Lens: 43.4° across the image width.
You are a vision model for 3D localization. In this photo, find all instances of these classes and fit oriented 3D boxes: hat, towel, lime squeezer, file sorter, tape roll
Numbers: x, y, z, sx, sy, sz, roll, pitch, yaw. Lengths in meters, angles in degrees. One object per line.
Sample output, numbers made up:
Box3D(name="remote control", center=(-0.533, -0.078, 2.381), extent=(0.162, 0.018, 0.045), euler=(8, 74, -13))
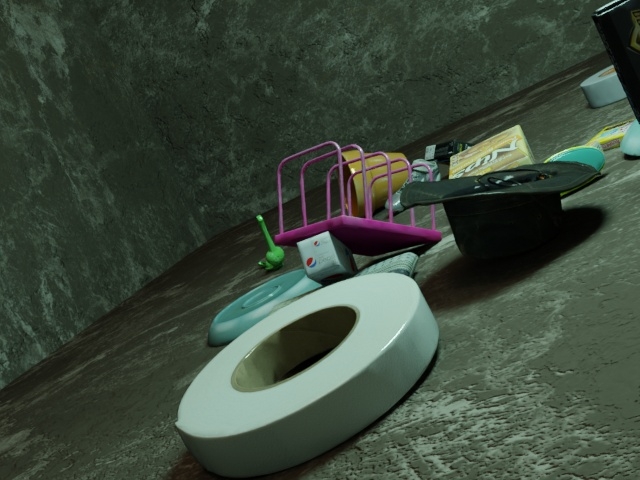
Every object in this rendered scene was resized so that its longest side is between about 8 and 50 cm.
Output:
Box3D(name="hat", center=(0.301, -0.044, 1.346), extent=(0.331, 0.134, 0.331), euler=(-9, 12, 2))
Box3D(name="towel", center=(0.013, 0.145, 1.462), extent=(0.324, 0.056, 0.312), euler=(-22, 13, 22))
Box3D(name="lime squeezer", center=(-0.155, 0.045, 2.377), extent=(0.059, 0.110, 0.310), euler=(-49, -15, -22))
Box3D(name="file sorter", center=(0.076, -0.083, 1.669), extent=(0.290, 0.182, 0.202), euler=(8, -16, -42))
Box3D(name="tape roll", center=(-0.021, 0.178, 1.139), extent=(0.391, 0.072, 0.392), euler=(-26, 15, 8))
Box3D(name="tape roll", center=(0.837, -0.447, 2.225), extent=(0.219, 0.072, 0.219), euler=(-27, 9, 4))

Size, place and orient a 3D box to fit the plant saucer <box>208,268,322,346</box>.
Box3D(name="plant saucer", center=(-0.131, 0.146, 1.880), extent=(0.317, 0.044, 0.317), euler=(-28, 8, 4))

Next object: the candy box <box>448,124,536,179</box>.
Box3D(name="candy box", center=(0.387, -0.153, 1.803), extent=(0.182, 0.088, 0.316), euler=(-26, 13, 18))

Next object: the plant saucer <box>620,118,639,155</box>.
Box3D(name="plant saucer", center=(0.656, -0.227, 1.519), extent=(0.194, 0.037, 0.195), euler=(-29, 19, 11))

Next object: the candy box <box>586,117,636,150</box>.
Box3D(name="candy box", center=(0.660, -0.233, 1.677), extent=(0.105, 0.027, 0.206), euler=(-38, 12, -32))

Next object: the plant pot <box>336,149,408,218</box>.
Box3D(name="plant pot", center=(0.167, -0.183, 2.421), extent=(0.187, 0.205, 0.205), euler=(-14, 6, -10))

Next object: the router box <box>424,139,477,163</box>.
Box3D(name="router box", center=(0.392, -0.241, 2.268), extent=(0.133, 0.046, 0.179), euler=(9, -3, -18))

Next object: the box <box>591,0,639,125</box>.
Box3D(name="box", center=(0.627, -0.297, 1.269), extent=(0.293, 0.296, 0.073), euler=(-25, 8, 16))

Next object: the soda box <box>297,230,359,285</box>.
Box3D(name="soda box", center=(0.021, 0.045, 1.608), extent=(0.069, 0.074, 0.216), euler=(-21, -15, 9))

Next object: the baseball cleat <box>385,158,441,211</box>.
Box3D(name="baseball cleat", center=(0.251, -0.161, 2.243), extent=(0.206, 0.110, 0.072), euler=(-35, 36, -29))

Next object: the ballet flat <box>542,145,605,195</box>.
Box3D(name="ballet flat", center=(0.430, -0.106, 1.531), extent=(0.231, 0.077, 0.077), euler=(-31, -8, -5))

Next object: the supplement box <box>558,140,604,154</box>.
Box3D(name="supplement box", center=(0.531, -0.170, 1.678), extent=(0.062, 0.036, 0.098), euler=(-36, 12, -39))
